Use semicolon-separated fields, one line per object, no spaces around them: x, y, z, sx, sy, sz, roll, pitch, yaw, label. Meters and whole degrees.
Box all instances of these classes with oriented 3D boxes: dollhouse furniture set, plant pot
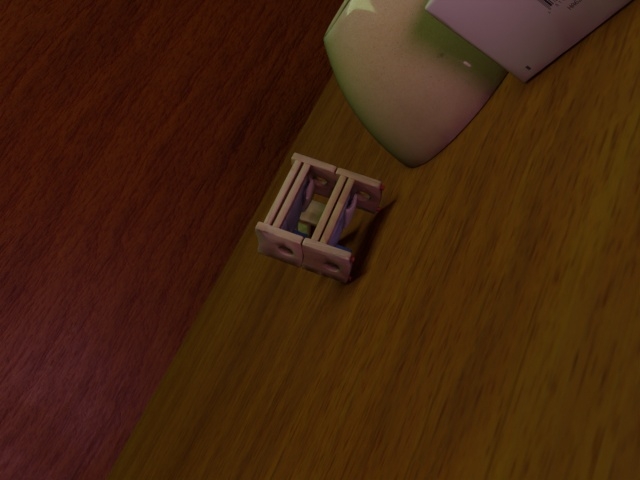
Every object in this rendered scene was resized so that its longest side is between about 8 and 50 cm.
0.000;0.000;0.927;0.183;0.129;0.129;93;-161;-60;dollhouse furniture set
0.117;-0.265;0.880;0.284;0.191;0.284;-55;12;18;plant pot

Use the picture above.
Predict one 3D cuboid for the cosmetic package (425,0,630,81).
0.240;-0.318;0.636;0.224;0.138;0.224;-38;22;59;cosmetic package
